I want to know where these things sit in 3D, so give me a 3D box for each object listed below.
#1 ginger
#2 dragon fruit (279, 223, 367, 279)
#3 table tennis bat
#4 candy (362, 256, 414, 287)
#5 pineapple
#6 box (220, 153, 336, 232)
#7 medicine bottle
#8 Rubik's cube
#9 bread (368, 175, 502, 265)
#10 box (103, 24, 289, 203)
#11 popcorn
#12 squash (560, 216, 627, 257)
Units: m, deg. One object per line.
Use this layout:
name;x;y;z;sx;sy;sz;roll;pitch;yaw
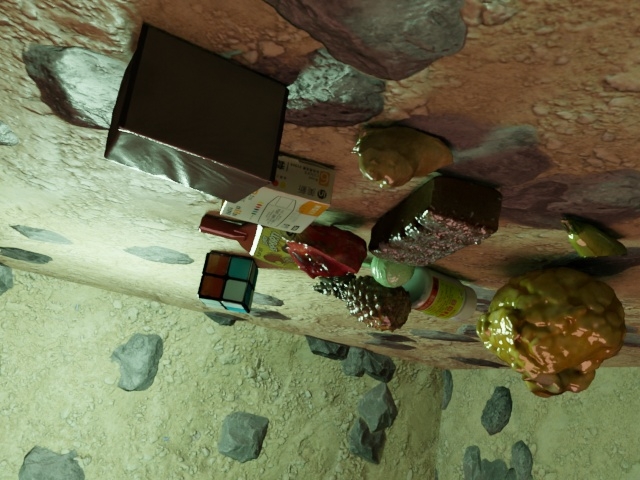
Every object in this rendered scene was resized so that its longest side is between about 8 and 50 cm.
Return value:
ginger;0.157;-0.140;1.113;0.193;0.123;0.115;6;144;-8
dragon fruit;0.000;0.000;1.624;0.211;0.134;0.262;34;161;-23
table tennis bat;-0.155;0.000;1.818;0.414;0.051;0.268;15;152;-8
candy;0.093;0.068;1.877;0.439;0.119;0.119;5;164;40
pineapple;0.115;0.173;1.936;0.361;0.175;0.175;13;169;41
box;-0.106;-0.108;1.390;0.220;0.091;0.274;12;164;-11
medicine bottle;0.380;0.175;1.955;0.225;0.139;0.139;20;160;-30
Rubik's cube;-0.334;0.155;2.228;0.180;0.184;0.167;7;164;3
bread;0.248;-0.028;1.419;0.165;0.113;0.416;15;164;-10
box;-0.206;-0.195;1.006;0.252;0.188;0.153;16;162;-27
popcorn;0.643;0.235;1.715;0.344;0.354;0.390;29;121;5
squash;0.606;0.004;1.381;0.200;0.075;0.090;23;-175;-32
